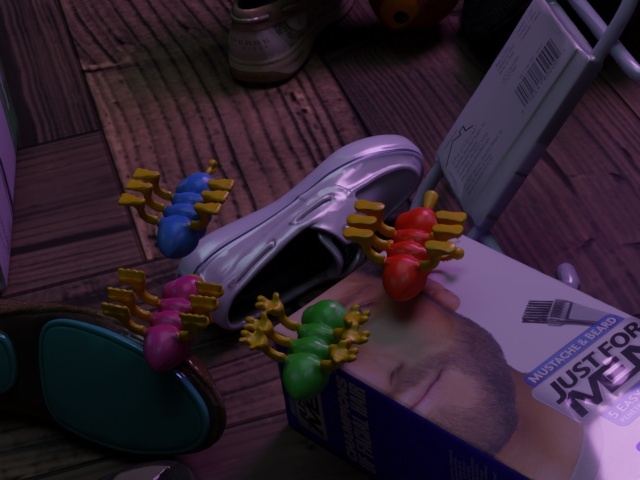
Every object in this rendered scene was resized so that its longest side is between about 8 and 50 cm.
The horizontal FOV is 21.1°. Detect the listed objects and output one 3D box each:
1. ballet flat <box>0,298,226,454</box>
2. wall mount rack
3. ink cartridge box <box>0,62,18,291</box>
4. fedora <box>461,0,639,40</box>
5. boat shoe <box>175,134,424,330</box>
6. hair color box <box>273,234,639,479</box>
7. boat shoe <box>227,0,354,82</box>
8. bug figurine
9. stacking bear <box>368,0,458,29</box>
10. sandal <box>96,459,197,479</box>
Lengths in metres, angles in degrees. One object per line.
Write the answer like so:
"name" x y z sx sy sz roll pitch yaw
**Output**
"ballet flat" -0.212 0.095 1.404 0.342 0.116 0.124 4 19 23
"wall mount rack" 0.196 -0.124 1.503 0.130 0.350 0.304 19 29 -28
"ink cartridge box" -0.404 -0.063 1.628 0.211 0.122 0.289 -10 36 -2
"fedora" 0.281 -0.307 1.782 0.152 0.334 0.334 31 38 -8
"boat shoe" 0.000 0.000 1.503 0.258 0.095 0.084 -35 46 -17
"hair color box" 0.145 0.122 1.279 0.185 0.110 0.339 -34 41 -31
"boat shoe" -0.028 -0.277 1.883 0.104 0.089 0.285 3 37 15
"bug figurine" -0.035 0.026 1.302 0.279 0.072 0.216 10 46 21
"stacking bear" 0.026 -0.325 1.799 0.289 0.175 0.164 32 45 -17
"sandal" -0.129 0.283 1.134 0.120 0.086 0.303 -10 51 11
